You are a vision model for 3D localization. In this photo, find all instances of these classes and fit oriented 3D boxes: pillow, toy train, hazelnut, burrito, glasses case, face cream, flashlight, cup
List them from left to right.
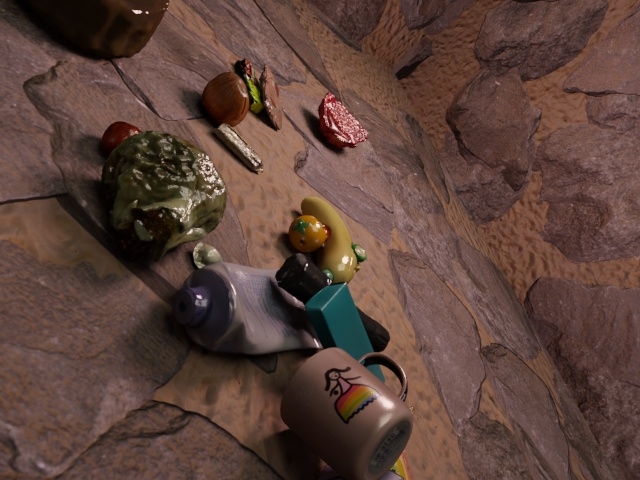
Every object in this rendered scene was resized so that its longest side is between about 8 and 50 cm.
[{"bbox_3d":[-0.274,-0.422,1.311,0.150,0.150,0.150,35,35,-29],"label":"hazelnut"},{"bbox_3d":[-0.237,-0.274,1.309,0.188,0.045,0.058,44,57,-20],"label":"burrito"},{"bbox_3d":[-0.256,-0.562,1.570,0.085,0.053,0.249,32,35,-48],"label":"toy train"},{"bbox_3d":[-0.140,0.143,0.964,0.420,0.137,0.234,14,43,-58],"label":"face cream"},{"bbox_3d":[-0.182,-0.527,1.599,0.135,0.049,0.248,62,17,-53],"label":"pillow"},{"bbox_3d":[0.048,0.180,1.144,0.424,0.103,0.103,43,30,-37],"label":"flashlight"},{"bbox_3d":[0.061,0.255,1.041,0.117,0.070,0.300,-40,115,-44],"label":"glasses case"},{"bbox_3d":[0.080,0.331,0.872,0.253,0.191,0.200,-31,40,-31],"label":"cup"}]

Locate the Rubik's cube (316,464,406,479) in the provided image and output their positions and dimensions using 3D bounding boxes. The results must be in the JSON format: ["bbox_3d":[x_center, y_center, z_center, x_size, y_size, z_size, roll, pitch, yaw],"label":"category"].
[{"bbox_3d":[0.023,0.502,0.880,0.178,0.211,0.190,4,20,-29],"label":"Rubik's cube"}]

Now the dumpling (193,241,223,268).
[{"bbox_3d":[-0.252,0.042,0.970,0.077,0.043,0.059,60,42,-24],"label":"dumpling"}]

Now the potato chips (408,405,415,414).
[{"bbox_3d":[0.184,0.479,1.133,0.204,0.037,0.026,-4,53,-49],"label":"potato chips"}]

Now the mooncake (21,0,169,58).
[{"bbox_3d":[-0.557,-0.608,1.070,0.324,0.187,0.324,34,34,-27],"label":"mooncake"}]

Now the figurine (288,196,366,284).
[{"bbox_3d":[0.000,0.000,1.288,0.222,0.124,0.324,12,47,-45],"label":"figurine"}]

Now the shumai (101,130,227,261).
[{"bbox_3d":[-0.308,-0.075,0.867,0.256,0.189,0.218,29,36,-26],"label":"shumai"}]

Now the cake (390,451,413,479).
[{"bbox_3d":[0.153,0.548,0.991,0.109,0.090,0.225,36,23,-27],"label":"cake"}]

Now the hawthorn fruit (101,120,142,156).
[{"bbox_3d":[-0.427,-0.210,0.949,0.093,0.093,0.093,35,35,-29],"label":"hawthorn fruit"}]

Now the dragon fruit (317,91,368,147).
[{"bbox_3d":[0.075,-0.480,1.859,0.262,0.163,0.189,39,-1,-17],"label":"dragon fruit"}]
